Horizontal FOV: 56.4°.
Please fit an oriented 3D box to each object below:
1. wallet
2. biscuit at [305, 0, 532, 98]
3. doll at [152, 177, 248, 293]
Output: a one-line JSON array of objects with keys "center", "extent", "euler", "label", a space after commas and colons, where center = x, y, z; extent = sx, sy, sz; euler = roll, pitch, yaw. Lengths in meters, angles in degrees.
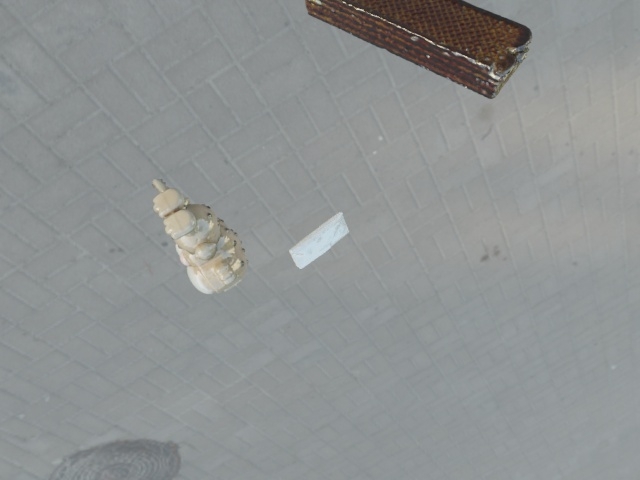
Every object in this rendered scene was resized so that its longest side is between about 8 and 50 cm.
[{"center": [0.000, 0.000, 0.749], "extent": [0.083, 0.011, 0.044], "euler": [-37, 144, -12], "label": "wallet"}, {"center": [0.151, -0.357, 0.975], "extent": [0.107, 0.388, 0.073], "euler": [-51, 158, -19], "label": "biscuit"}, {"center": [-0.216, -0.004, 1.065], "extent": [0.119, 0.154, 0.278], "euler": [-32, 150, -4], "label": "doll"}]
